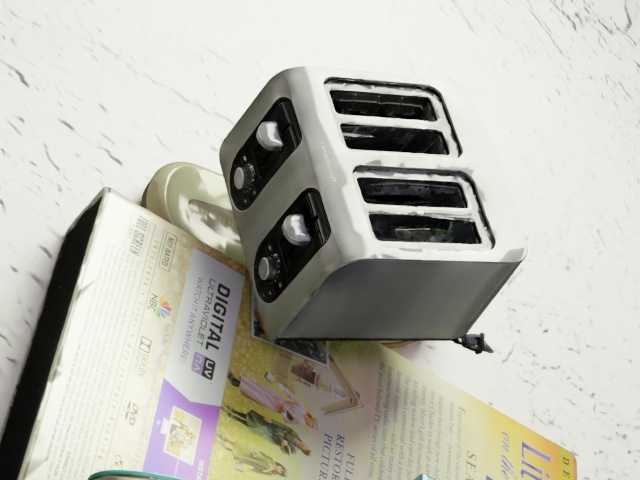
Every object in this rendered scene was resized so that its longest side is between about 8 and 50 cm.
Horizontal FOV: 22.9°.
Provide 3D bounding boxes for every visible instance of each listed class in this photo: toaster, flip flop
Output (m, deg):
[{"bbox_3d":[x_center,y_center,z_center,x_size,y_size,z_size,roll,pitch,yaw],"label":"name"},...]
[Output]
[{"bbox_3d":[0.040,-0.019,1.083,0.186,0.110,0.168,3,55,-28],"label":"toaster"},{"bbox_3d":[0.000,0.000,1.171,0.277,0.080,0.112,21,45,-30],"label":"flip flop"}]

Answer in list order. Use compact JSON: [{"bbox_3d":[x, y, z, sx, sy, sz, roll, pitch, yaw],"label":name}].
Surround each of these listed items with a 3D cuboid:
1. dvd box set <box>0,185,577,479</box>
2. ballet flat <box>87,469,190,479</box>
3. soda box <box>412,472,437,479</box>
[{"bbox_3d":[-0.006,0.180,1.029,0.420,0.062,0.307,30,42,-21],"label":"dvd box set"},{"bbox_3d":[-0.059,0.168,0.897,0.168,0.057,0.052,16,58,-33],"label":"ballet flat"},{"bbox_3d":[0.063,0.235,0.944,0.058,0.063,0.183,28,43,-22],"label":"soda box"}]
